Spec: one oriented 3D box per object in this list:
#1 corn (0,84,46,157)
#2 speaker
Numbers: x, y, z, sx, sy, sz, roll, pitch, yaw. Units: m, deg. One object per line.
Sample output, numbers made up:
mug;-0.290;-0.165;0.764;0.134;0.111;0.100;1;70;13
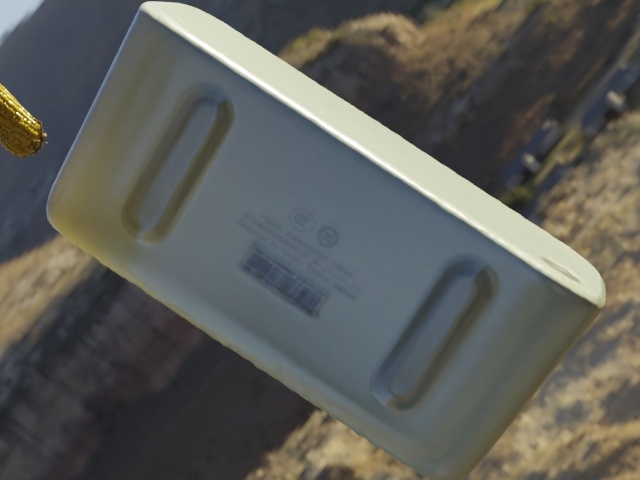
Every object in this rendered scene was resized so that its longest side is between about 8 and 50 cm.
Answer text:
corn;-0.202;-0.080;1.009;0.028;0.083;0.027;10;63;31
speaker;0.000;0.000;1.204;0.184;0.406;0.183;-58;-4;13
